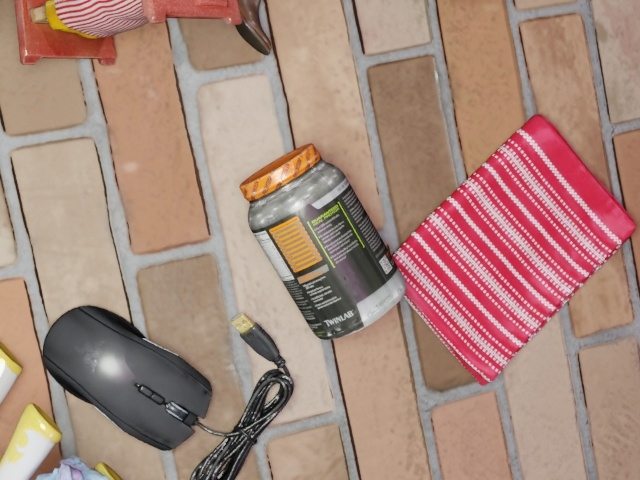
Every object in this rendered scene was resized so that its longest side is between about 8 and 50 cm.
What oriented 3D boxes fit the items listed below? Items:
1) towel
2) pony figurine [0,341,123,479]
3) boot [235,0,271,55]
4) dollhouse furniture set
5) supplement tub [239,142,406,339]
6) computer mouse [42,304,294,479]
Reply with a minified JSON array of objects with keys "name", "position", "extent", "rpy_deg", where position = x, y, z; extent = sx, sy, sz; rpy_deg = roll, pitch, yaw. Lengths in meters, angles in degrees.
[{"name":"towel","position":[0.226,0.009,1.276],"extent":[0.275,0.031,0.199],"rpy_deg":[-44,102,-11]},{"name":"pony figurine","position":[-0.361,0.310,1.003],"extent":[0.363,0.303,0.351],"rpy_deg":[-44,71,-8]},{"name":"boot","position":[-0.051,-0.273,1.180],"extent":[0.114,0.037,0.106],"rpy_deg":[-41,105,-17]},{"name":"dollhouse furniture set","position":[-0.276,-0.244,0.943],"extent":[0.374,0.201,0.152],"rpy_deg":[-11,93,-48]},{"name":"supplement tub","position":[0.000,0.000,1.159],"extent":[0.117,0.117,0.190],"rpy_deg":[-32,101,-14]},{"name":"computer mouse","position":[-0.147,0.137,1.146],"extent":[0.262,0.060,0.184],"rpy_deg":[43,80,-14]}]
